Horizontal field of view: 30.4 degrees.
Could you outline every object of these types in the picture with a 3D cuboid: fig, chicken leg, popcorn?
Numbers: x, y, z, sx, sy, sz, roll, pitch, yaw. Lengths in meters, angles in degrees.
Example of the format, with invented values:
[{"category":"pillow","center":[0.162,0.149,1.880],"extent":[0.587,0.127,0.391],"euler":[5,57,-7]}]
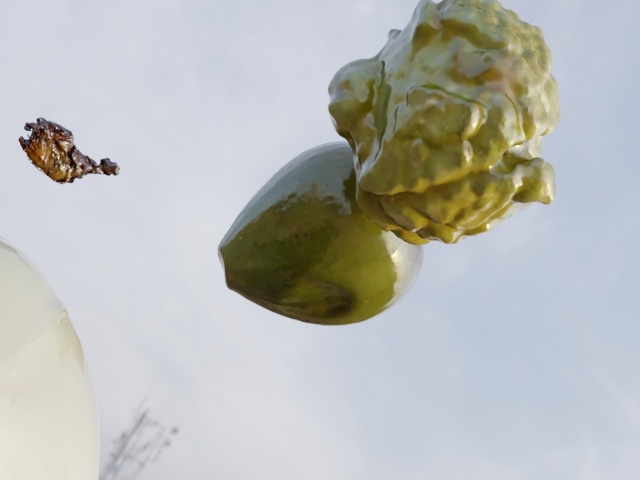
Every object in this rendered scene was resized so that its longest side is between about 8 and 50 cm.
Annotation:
[{"category":"fig","center":[0.008,0.006,1.336],"extent":[0.207,0.230,0.207],"euler":[44,3,-2]},{"category":"chicken leg","center":[-0.177,-0.058,0.819],"extent":[0.083,0.036,0.021],"euler":[36,7,-48]},{"category":"popcorn","center":[0.129,-0.114,1.160],"extent":[0.195,0.256,0.255],"euler":[5,18,-46]}]

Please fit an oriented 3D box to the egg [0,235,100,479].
[{"category":"egg","center":[-0.268,0.132,0.669],"extent":[0.283,0.283,0.345],"euler":[16,-61,29]}]
